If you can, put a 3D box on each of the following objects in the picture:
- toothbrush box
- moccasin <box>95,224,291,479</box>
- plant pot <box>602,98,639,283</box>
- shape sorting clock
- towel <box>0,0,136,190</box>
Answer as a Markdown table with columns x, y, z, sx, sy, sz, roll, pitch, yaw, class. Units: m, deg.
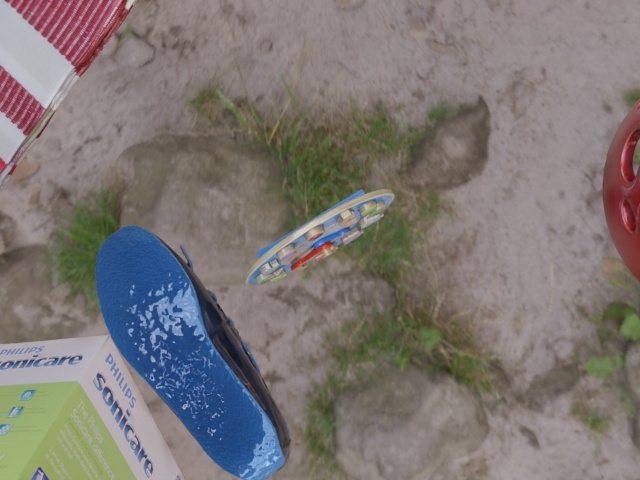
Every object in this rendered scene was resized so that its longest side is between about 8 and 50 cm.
| x | y | z | sx | sy | sz | roll | pitch | yaw | class |
| --- | --- | --- | --- | --- | --- | --- | --- | --- | --- |
| -0.228 | 0.244 | 0.738 | 0.122 | 0.283 | 0.206 | -6 | 124 | 22 | toothbrush box |
| -0.156 | 0.140 | 1.131 | 0.137 | 0.117 | 0.342 | -33 | 75 | 7 | moccasin |
| 0.279 | -0.046 | 0.556 | 0.191 | 0.174 | 0.191 | -1 | 78 | 4 | plant pot |
| 0.000 | 0.000 | 1.131 | 0.206 | 0.206 | 0.040 | -33 | 84 | 12 | shape sorting clock |
| -0.330 | -0.203 | 0.896 | 0.237 | 0.037 | 0.329 | 43 | 108 | 5 | towel |
